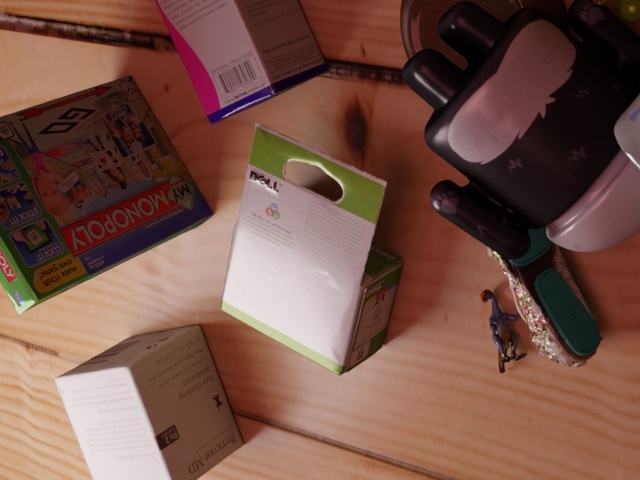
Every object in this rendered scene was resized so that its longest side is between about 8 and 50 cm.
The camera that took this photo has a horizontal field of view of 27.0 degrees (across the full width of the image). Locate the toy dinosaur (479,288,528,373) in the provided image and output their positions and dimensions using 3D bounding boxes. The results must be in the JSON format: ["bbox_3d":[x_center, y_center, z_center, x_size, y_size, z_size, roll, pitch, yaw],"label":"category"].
[{"bbox_3d":[0.196,0.098,1.494,0.090,0.047,0.082,-52,57,48],"label":"toy dinosaur"}]

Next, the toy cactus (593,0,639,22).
[{"bbox_3d":[0.267,-0.310,1.244,0.181,0.112,0.219,15,127,42],"label":"toy cactus"}]

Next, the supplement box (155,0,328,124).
[{"bbox_3d":[-0.102,-0.262,1.513,0.111,0.114,0.220,-19,98,40],"label":"supplement box"}]

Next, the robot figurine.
[{"bbox_3d":[0.212,-0.111,1.287,0.278,0.173,0.209,37,129,-4],"label":"robot figurine"}]

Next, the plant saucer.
[{"bbox_3d":[0.161,-0.219,1.390,0.199,0.036,0.198,14,116,30],"label":"plant saucer"}]

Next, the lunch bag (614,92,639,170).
[{"bbox_3d":[0.402,-0.053,1.160,0.279,0.224,0.108,47,129,12],"label":"lunch bag"}]

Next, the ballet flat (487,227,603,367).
[{"bbox_3d":[0.219,0.028,1.423,0.077,0.091,0.241,-20,93,62],"label":"ballet flat"}]

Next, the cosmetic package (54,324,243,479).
[{"bbox_3d":[-0.228,0.231,1.783,0.151,0.151,0.183,-13,102,38],"label":"cosmetic package"}]

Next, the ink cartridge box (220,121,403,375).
[{"bbox_3d":[0.000,0.000,1.559,0.189,0.097,0.255,27,121,25],"label":"ink cartridge box"}]

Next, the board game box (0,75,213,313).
[{"bbox_3d":[-0.290,-0.065,1.598,0.046,0.317,0.213,-32,89,39],"label":"board game box"}]
